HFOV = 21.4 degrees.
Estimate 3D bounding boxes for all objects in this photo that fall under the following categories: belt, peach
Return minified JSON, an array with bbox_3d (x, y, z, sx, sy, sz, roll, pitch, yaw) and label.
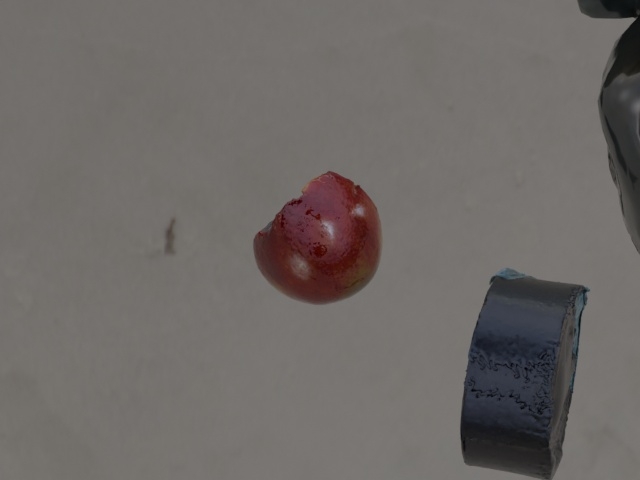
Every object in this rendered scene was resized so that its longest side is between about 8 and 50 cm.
[{"bbox_3d":[0.153,0.097,1.265,0.078,0.198,0.151,8,97,14],"label":"belt"},{"bbox_3d":[0.004,0.004,1.824,0.151,0.118,0.151,-1,100,-8],"label":"peach"}]

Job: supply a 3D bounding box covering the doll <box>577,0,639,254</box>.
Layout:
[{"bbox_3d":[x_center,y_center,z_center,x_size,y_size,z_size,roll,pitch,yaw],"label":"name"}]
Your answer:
[{"bbox_3d":[0.216,-0.114,0.454,0.382,0.378,0.252,-37,44,11],"label":"doll"}]
